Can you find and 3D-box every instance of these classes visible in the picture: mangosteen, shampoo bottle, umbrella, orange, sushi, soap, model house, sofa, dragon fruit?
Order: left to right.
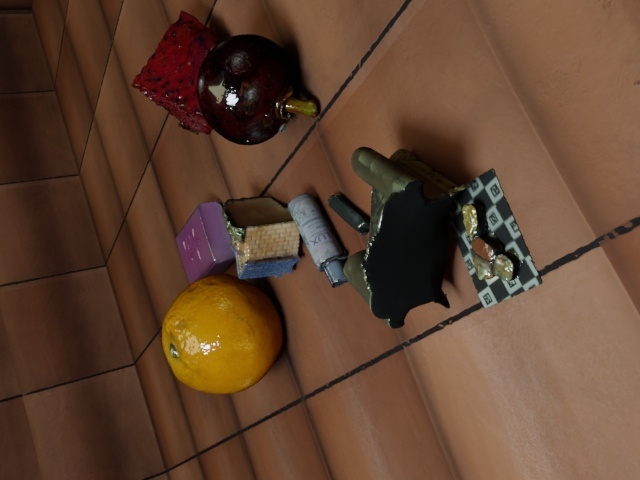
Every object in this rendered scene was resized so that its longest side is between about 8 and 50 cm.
[{"bbox_3d":[-0.332,-0.367,1.676,0.330,0.240,0.302,53,160,47],"label":"dragon fruit"},{"bbox_3d":[-0.340,0.016,1.961,0.259,0.081,0.181,-37,69,56],"label":"soap"},{"bbox_3d":[-0.251,0.238,1.693,0.312,0.312,0.312,26,122,52],"label":"orange"},{"bbox_3d":[-0.145,0.004,1.578,0.183,0.166,0.172,-132,38,-57],"label":"model house"},{"bbox_3d":[-0.127,-0.307,1.408,0.261,0.235,0.236,20,123,16],"label":"mangosteen"},{"bbox_3d":[0.000,0.000,1.422,0.214,0.072,0.072,63,146,23],"label":"shampoo bottle"},{"bbox_3d":[0.058,-0.056,1.346,0.133,0.031,0.036,43,108,44],"label":"umbrella"},{"bbox_3d":[0.108,-0.013,1.103,0.200,0.181,0.259,-131,39,-55],"label":"sofa"},{"bbox_3d":[0.252,-0.001,1.048,0.139,0.031,0.201,-41,65,56],"label":"sushi"}]
